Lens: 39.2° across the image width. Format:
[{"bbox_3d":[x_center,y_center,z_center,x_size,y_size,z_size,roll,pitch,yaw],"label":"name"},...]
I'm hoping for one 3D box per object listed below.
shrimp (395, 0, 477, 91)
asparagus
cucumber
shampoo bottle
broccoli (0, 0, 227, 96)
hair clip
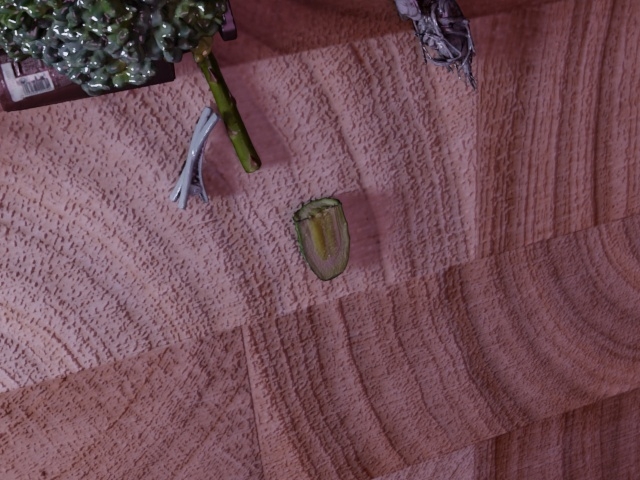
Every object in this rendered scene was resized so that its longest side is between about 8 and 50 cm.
[{"bbox_3d":[0.139,-0.229,1.015,0.065,0.057,0.165,-42,116,-17],"label":"shrimp"},{"bbox_3d":[-0.112,-0.177,0.953,0.025,0.024,0.248,-56,138,-42],"label":"asparagus"},{"bbox_3d":[0.000,0.000,1.090,0.067,0.035,0.107,-28,130,-20],"label":"cucumber"},{"bbox_3d":[-0.198,-0.186,0.878,0.236,0.067,0.068,-16,140,-10],"label":"shampoo bottle"},{"bbox_3d":[-0.203,-0.264,0.773,0.288,0.248,0.245,55,43,-11],"label":"broccoli"},{"bbox_3d":[-0.130,-0.090,0.991,0.039,0.030,0.115,-3,121,-44],"label":"hair clip"}]
